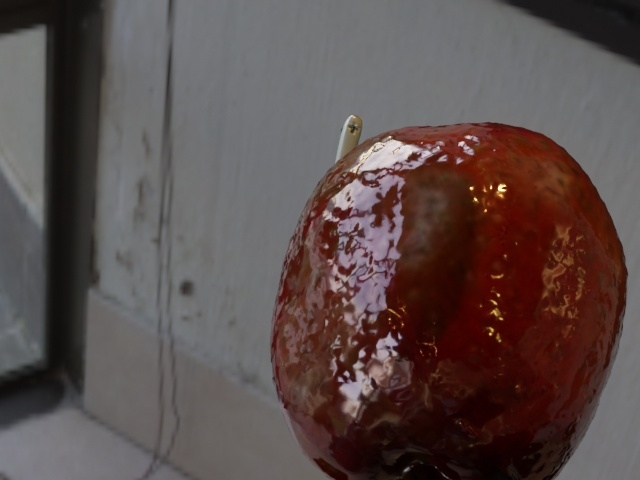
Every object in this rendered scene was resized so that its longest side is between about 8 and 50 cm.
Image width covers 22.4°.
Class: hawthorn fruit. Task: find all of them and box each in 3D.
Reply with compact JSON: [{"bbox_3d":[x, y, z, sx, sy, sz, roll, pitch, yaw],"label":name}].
[{"bbox_3d":[0.094,0.088,1.238,0.285,0.284,0.369,13,53,4],"label":"hawthorn fruit"}]

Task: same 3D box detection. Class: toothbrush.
[{"bbox_3d":[0.000,0.000,1.636,0.022,0.263,0.026,15,5,-9],"label":"toothbrush"}]
